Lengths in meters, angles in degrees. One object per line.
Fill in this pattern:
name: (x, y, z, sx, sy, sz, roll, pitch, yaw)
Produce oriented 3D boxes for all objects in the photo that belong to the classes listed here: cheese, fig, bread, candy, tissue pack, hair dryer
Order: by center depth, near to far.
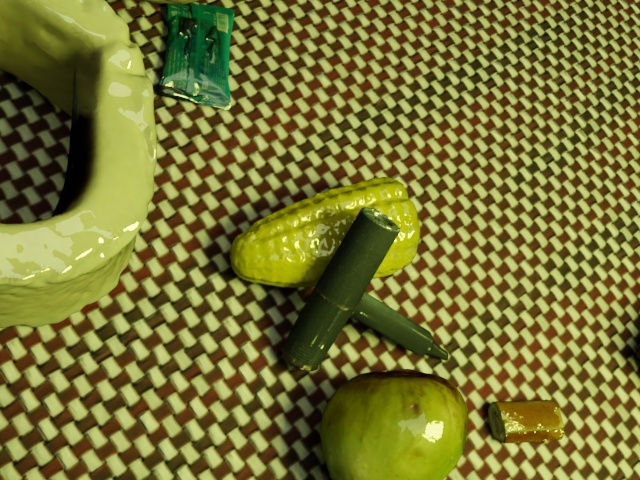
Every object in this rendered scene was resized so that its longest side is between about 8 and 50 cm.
cheese: (-0.299, -0.097, 0.770, 0.292, 0.153, 0.332, 8, 67, -20)
fig: (0.071, 0.181, 0.819, 0.153, 0.136, 0.121, -26, 98, -18)
hair dryer: (0.079, 0.068, 0.877, 0.194, 0.173, 0.050, 17, 23, -32)
candy: (0.000, 0.000, 0.889, 0.198, 0.094, 0.106, -12, 95, -18)
bread: (0.228, 0.198, 0.933, 0.083, 0.036, 0.047, 3, 64, -24)
tissue pack: (-0.139, -0.217, 0.961, 0.085, 0.028, 0.138, 8, 69, -20)

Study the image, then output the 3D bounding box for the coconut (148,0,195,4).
coconut: (-0.195, -0.465, 0.861, 0.415, 0.344, 0.416, 23, 58, -44)

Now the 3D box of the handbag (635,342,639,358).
handbag: (0.489, 0.105, 1.022, 0.135, 0.146, 0.225, 49, 58, -4)
